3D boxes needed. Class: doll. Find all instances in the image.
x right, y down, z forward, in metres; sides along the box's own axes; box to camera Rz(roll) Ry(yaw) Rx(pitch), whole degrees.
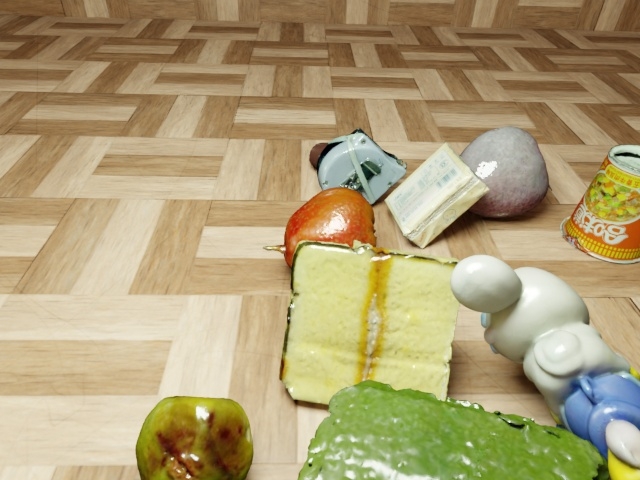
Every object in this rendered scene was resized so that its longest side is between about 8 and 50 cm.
[{"bbox_3d":[0.346,0.184,0.683,0.376,0.187,0.366,-1,49,-42],"label":"doll"}]

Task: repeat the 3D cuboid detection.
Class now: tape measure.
[{"bbox_3d":[0.084,-0.163,1.143,0.182,0.181,0.107,27,24,-31],"label":"tape measure"}]

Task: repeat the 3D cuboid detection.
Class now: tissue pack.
[{"bbox_3d":[0.251,-0.099,1.061,0.092,0.196,0.148,34,24,-33],"label":"tissue pack"}]

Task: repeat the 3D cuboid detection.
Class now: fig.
[{"bbox_3d":[-0.166,0.263,0.626,0.144,0.154,0.165,-6,17,-23],"label":"fig"}]

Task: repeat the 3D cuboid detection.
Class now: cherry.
[{"bbox_3d":[0.432,-0.159,1.139,0.266,0.183,0.213,-19,85,-14],"label":"cherry"}]

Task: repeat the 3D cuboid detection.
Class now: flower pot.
[{"bbox_3d":[0.019,-0.221,1.281,0.111,0.111,0.089,-23,33,-28],"label":"flower pot"}]

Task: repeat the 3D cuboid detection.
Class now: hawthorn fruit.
[{"bbox_3d":[0.000,0.000,0.930,0.225,0.197,0.196,-11,40,-3],"label":"hawthorn fruit"}]

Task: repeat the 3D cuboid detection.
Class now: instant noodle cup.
[{"bbox_3d":[0.660,-0.088,1.048,0.193,0.212,0.193,1,38,-1],"label":"instant noodle cup"}]

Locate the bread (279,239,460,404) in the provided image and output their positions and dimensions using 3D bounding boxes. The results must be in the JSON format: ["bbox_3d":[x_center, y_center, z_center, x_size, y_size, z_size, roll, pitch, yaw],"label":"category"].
[{"bbox_3d":[0.076,0.128,0.728,0.263,0.236,0.198,6,38,5],"label":"bread"}]

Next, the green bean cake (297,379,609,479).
[{"bbox_3d":[0.125,0.340,0.506,0.319,0.218,0.335,10,32,22],"label":"green bean cake"}]
